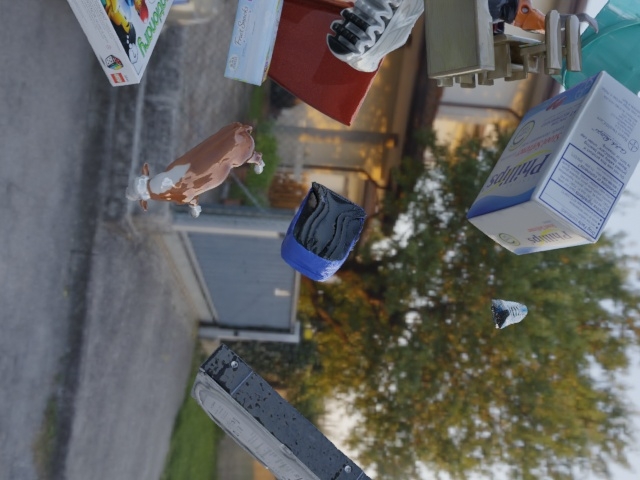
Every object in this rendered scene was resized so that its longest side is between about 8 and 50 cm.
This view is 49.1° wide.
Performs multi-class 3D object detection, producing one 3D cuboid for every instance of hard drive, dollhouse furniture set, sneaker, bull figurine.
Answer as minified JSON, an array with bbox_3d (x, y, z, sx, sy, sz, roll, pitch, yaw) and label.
[{"bbox_3d":[-0.070,0.330,1.158,0.064,0.339,0.237,-47,176,-26],"label":"hard drive"},{"bbox_3d":[0.282,-0.352,1.164,0.212,0.242,0.161,1,-83,43],"label":"dollhouse furniture set"},{"bbox_3d":[0.142,-0.430,1.270,0.118,0.292,0.110,28,22,-53],"label":"sneaker"},{"bbox_3d":[0.460,0.171,1.701,0.190,0.082,0.072,25,52,-77],"label":"sneaker"},{"bbox_3d":[-0.267,-0.144,1.528,0.101,0.310,0.188,61,4,16],"label":"bull figurine"}]

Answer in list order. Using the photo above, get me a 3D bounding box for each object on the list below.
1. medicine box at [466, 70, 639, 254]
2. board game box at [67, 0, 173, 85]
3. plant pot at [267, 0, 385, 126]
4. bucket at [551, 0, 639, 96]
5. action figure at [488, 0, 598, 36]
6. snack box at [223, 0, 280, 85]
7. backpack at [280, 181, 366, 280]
[{"bbox_3d":[0.456,-0.135,1.345,0.289,0.149,0.263,-57,-172,-13],"label":"medicine box"},{"bbox_3d":[-0.301,-0.413,1.090,0.193,0.053,0.306,73,19,-49],"label":"board game box"},{"bbox_3d":[0.001,-0.451,1.497,0.267,0.235,0.267,117,-18,-44],"label":"plant pot"},{"bbox_3d":[0.652,-0.403,1.526,0.281,0.183,0.281,-49,170,-11],"label":"bucket"},{"bbox_3d":[0.364,-0.527,1.401,0.178,0.329,0.342,-2,86,-68],"label":"action figure"},{"bbox_3d":[-0.111,-0.366,1.214,0.207,0.070,0.175,-102,-155,-75],"label":"snack box"},{"bbox_3d":[0.000,0.000,0.991,0.101,0.097,0.120,118,-4,-46],"label":"backpack"}]
